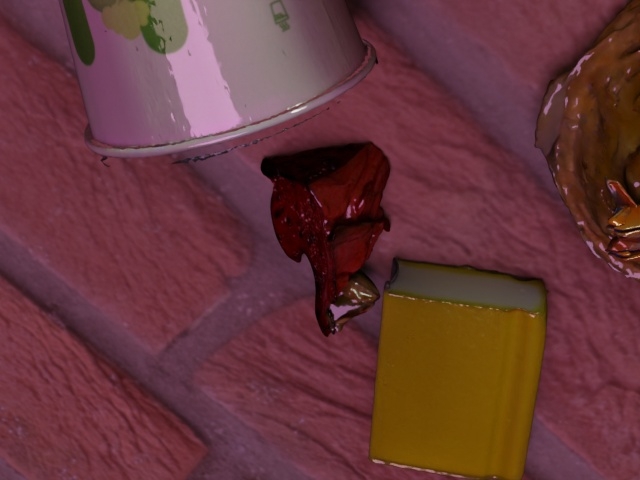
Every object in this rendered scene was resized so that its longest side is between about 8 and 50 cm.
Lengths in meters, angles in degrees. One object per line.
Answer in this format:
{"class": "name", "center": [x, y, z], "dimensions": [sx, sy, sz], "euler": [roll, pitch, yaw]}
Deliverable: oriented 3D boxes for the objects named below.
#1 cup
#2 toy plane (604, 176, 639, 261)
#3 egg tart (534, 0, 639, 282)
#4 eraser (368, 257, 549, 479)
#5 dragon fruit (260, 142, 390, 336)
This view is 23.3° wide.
{"class": "cup", "center": [-0.107, -0.231, 1.243], "dimensions": [0.253, 0.253, 0.274], "euler": [-10, 112, 17]}
{"class": "toy plane", "center": [0.313, -0.003, 1.241], "dimensions": [0.188, 0.062, 0.135], "euler": [6, 123, 26]}
{"class": "egg tart", "center": [0.355, -0.062, 1.314], "dimensions": [0.341, 0.129, 0.341], "euler": [6, 125, 8]}
{"class": "eraser", "center": [0.133, 0.131, 1.512], "dimensions": [0.158, 0.069, 0.226], "euler": [8, 124, 5]}
{"class": "dragon fruit", "center": [-0.001, 0.011, 1.448], "dimensions": [0.122, 0.092, 0.192], "euler": [4, 123, 9]}
